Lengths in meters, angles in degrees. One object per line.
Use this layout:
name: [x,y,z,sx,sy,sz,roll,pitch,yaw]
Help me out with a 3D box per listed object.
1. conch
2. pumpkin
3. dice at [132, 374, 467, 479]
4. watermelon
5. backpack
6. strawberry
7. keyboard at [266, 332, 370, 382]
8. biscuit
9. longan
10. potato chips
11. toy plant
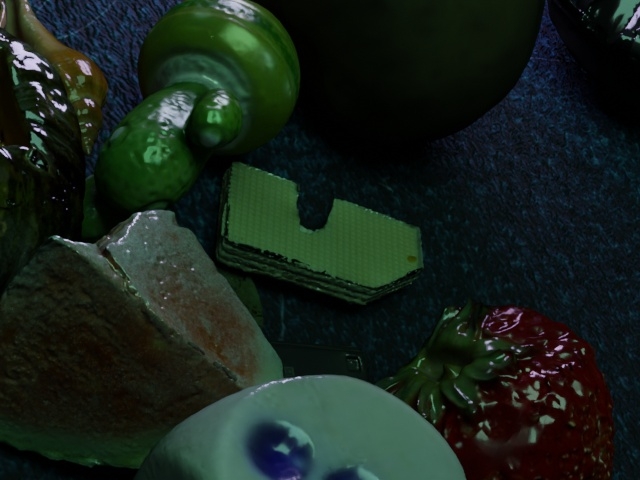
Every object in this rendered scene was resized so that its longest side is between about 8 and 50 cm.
conch: [-0.311,-0.189,1.645,0.109,0.093,0.330,-18,43,-20]
pumpkin: [-0.375,-0.081,1.431,0.320,0.192,0.320,14,49,-17]
dice: [-0.015,0.290,1.308,0.251,0.243,0.259,-5,54,-33]
watermelon: [-0.194,0.093,1.364,0.310,0.232,0.193,2,11,22]
backpack: [0.509,-0.352,2.149,0.363,0.255,0.445,40,47,14]
strawberry: [0.191,0.210,1.509,0.277,0.257,0.257,51,37,-29]
keyboard: [-0.050,0.140,1.560,0.230,0.025,0.094,7,52,-26]
biscuit: [0.000,0.000,1.682,0.250,0.046,0.147,17,39,-17]
longan: [0.091,-0.322,1.811,0.404,0.404,0.336,45,9,9]
potato chips: [-0.122,0.073,1.552,0.142,0.026,0.209,29,31,17]
toy plant: [-0.143,-0.123,1.593,0.184,0.224,0.316,48,39,-18]
